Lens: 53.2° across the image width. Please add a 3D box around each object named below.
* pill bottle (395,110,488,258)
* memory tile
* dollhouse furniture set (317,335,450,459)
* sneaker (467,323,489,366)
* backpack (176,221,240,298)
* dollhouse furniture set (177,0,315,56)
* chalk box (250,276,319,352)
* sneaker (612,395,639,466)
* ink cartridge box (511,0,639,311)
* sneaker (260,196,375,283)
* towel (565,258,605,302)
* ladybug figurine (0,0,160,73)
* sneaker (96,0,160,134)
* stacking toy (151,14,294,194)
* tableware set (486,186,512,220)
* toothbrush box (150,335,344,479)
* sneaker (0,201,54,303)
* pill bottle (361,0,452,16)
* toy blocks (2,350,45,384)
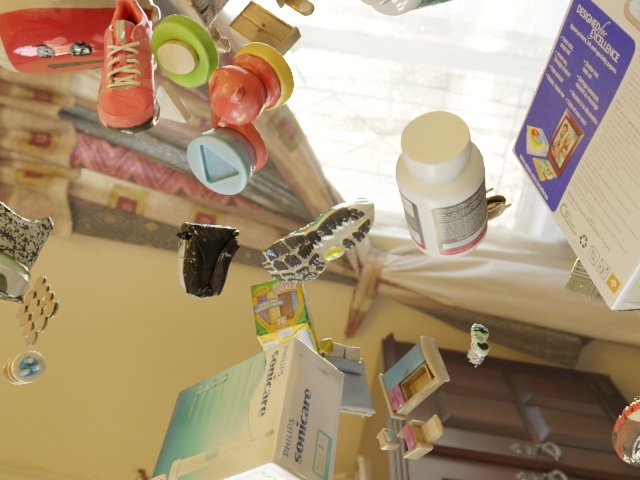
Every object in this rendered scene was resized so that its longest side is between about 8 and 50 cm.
[{"bbox_3d":[0.248,-0.110,1.305,0.318,0.177,0.176,64,-150,-56],"label":"pill bottle"},{"bbox_3d":[-0.588,0.145,1.324,0.113,0.012,0.148,-57,41,4],"label":"memory tile"},{"bbox_3d":[0.155,0.370,1.636,0.198,0.304,0.286,-51,35,30],"label":"dollhouse furniture set"},{"bbox_3d":[0.323,0.223,1.331,0.098,0.038,0.069,-64,-10,-60],"label":"sneaker"},{"bbox_3d":[-0.282,0.051,1.573,0.115,0.152,0.181,-158,75,-78],"label":"backpack"},{"bbox_3d":[-0.172,-0.617,1.582,0.303,0.174,0.355,-50,-19,-6],"label":"dollhouse furniture set"},{"bbox_3d":[-0.091,0.178,1.597,0.213,0.132,0.132,-103,-3,-46],"label":"chalk box"},{"bbox_3d":[0.497,0.265,0.863,0.276,0.098,0.135,-60,6,50],"label":"sneaker"},{"bbox_3d":[0.338,-0.135,0.711,0.303,0.072,0.307,-101,16,-45],"label":"ink cartridge box"},{"bbox_3d":[0.000,0.000,1.297,0.107,0.275,0.110,55,-154,-14],"label":"sneaker"},{"bbox_3d":[0.739,0.008,1.576,0.324,0.056,0.312,-105,36,-86],"label":"towel"},{"bbox_3d":[-0.616,-0.509,1.556,0.305,0.450,0.161,-150,51,-87],"label":"ladybug figurine"},{"bbox_3d":[-0.364,-0.326,1.173,0.136,0.116,0.313,92,170,-52],"label":"sneaker"},{"bbox_3d":[-0.218,-0.233,1.152,0.130,0.280,0.309,-55,-8,-41],"label":"stacking toy"},{"bbox_3d":[0.358,-0.040,1.512,0.128,0.194,0.039,24,-142,-50],"label":"tableware set"},{"bbox_3d":[-0.118,0.314,1.012,0.296,0.126,0.216,-32,31,31],"label":"toothbrush box"},{"bbox_3d":[-0.600,-0.073,0.987,0.158,0.410,0.182,-13,43,48],"label":"sneaker"},{"bbox_3d":[0.177,-0.526,1.260,0.264,0.146,0.146,-30,-41,-42],"label":"pill bottle"},{"bbox_3d":[-0.524,0.215,1.052,0.148,0.123,0.054,-21,76,55],"label":"toy blocks"}]
